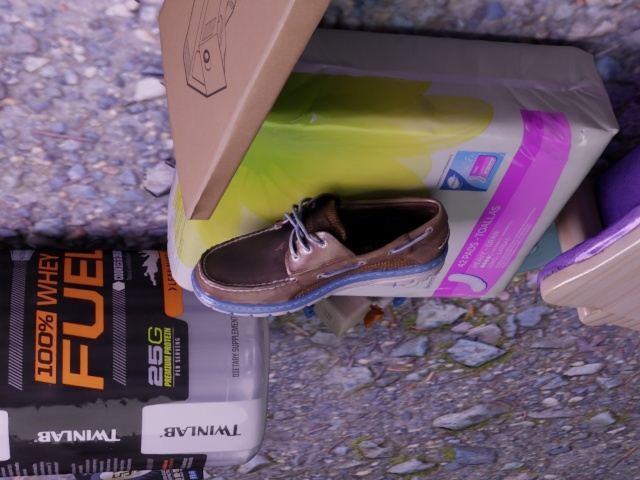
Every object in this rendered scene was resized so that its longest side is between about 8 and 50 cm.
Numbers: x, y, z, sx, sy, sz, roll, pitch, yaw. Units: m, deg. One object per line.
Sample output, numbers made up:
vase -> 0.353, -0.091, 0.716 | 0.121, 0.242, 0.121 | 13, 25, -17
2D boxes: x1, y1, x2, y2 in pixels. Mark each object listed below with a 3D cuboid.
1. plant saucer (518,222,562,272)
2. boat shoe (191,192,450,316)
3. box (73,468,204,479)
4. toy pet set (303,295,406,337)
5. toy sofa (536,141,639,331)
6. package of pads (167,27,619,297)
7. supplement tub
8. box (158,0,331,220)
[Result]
plant saucer -> 0.191, 0.001, 0.978 | 0.119, 0.021, 0.119 | -6, 149, -4
boat shoe -> 0.000, 0.000, 0.713 | 0.183, 0.066, 0.066 | -12, 143, -12
box -> -0.213, 0.218, 1.184 | 0.147, 0.077, 0.180 | -4, 148, -5
toy pet set -> 0.035, 0.039, 0.991 | 0.114, 0.065, 0.122 | -34, 162, -27
toy sofa -> 0.317, -0.076, 0.762 | 0.177, 0.150, 0.362 | 15, 142, -29
package of pads -> 0.039, -0.049, 0.790 | 0.297, 0.101, 0.229 | 2, 146, -15
supplement tub -> -0.212, 0.104, 0.890 | 0.316, 0.193, 0.193 | 0, 148, -14
box -> -0.048, -0.132, 0.573 | 0.021, 0.164, 0.201 | 5, 146, -24
